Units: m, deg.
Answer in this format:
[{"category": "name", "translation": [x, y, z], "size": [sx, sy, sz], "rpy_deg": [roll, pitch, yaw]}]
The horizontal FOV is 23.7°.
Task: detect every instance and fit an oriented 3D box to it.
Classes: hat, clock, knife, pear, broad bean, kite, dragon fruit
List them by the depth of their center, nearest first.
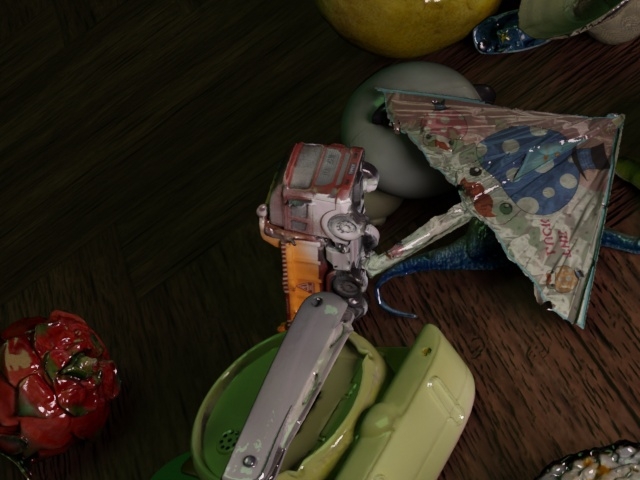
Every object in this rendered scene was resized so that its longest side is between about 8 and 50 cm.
[{"category": "knife", "translation": [-0.031, 0.166, 1.663], "size": [0.073, 0.040, 0.265], "rpy_deg": [5, 51, 31]}, {"category": "clock", "translation": [-0.018, 0.218, 1.730], "size": [0.348, 0.117, 0.286], "rpy_deg": [2, 50, 43]}, {"category": "broad bean", "translation": [0.381, -0.049, 1.732], "size": [0.069, 0.039, 0.227], "rpy_deg": [-20, 30, -9]}, {"category": "kite", "translation": [0.202, -0.057, 1.758], "size": [0.368, 0.014, 0.406], "rpy_deg": [-30, 61, -12]}, {"category": "hat", "translation": [0.387, -0.319, 1.992], "size": [0.252, 0.110, 0.252], "rpy_deg": [-35, 29, 23]}, {"category": "dragon fruit", "translation": [-0.387, 0.204, 2.068], "size": [0.274, 0.192, 0.193], "rpy_deg": [-27, 12, 34]}, {"category": "pear", "translation": [0.121, -0.406, 2.216], "size": [0.304, 0.304, 0.304], "rpy_deg": [-26, 35, 20]}]

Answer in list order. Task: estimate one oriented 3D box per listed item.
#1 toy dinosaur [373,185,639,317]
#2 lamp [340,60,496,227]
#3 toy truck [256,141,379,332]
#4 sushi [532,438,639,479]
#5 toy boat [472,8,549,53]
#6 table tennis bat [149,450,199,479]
[{"category": "toy dinosaur", "translation": [0.226, -0.013, 1.813], "size": [0.363, 0.076, 0.147], "rpy_deg": [-13, 52, 25]}, {"category": "lamp", "translation": [0.107, -0.126, 1.964], "size": [0.244, 0.198, 0.197], "rpy_deg": [-44, 20, 49]}, {"category": "toy truck", "translation": [0.000, 0.000, 1.872], "size": [0.135, 0.270, 0.114], "rpy_deg": [8, 48, 9]}, {"category": "sushi", "translation": [0.301, 0.251, 1.373], "size": [0.225, 0.126, 0.136], "rpy_deg": [-20, 37, 25]}, {"category": "toy boat", "translation": [0.274, -0.290, 2.114], "size": [0.137, 0.060, 0.061], "rpy_deg": [-7, 25, 32]}, {"category": "table tennis bat", "translation": [-0.181, 0.351, 1.822], "size": [0.160, 0.039, 0.257], "rpy_deg": [3, 47, 42]}]
